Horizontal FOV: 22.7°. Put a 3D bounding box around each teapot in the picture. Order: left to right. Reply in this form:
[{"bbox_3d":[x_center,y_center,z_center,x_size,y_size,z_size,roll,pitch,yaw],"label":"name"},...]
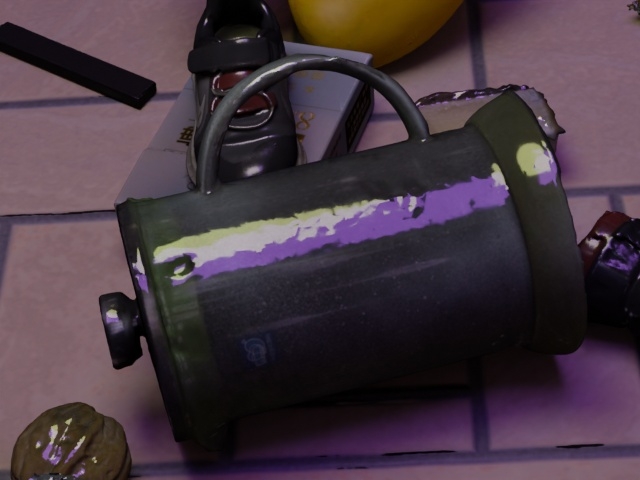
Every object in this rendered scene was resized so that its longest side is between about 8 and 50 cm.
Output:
[{"bbox_3d":[0.000,0.000,1.167,0.337,0.270,0.200,-14,15,-7],"label":"teapot"}]

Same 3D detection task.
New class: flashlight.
[{"bbox_3d":[0.292,0.066,1.189,0.232,0.093,0.093,33,56,28],"label":"flashlight"}]

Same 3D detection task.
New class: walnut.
[{"bbox_3d":[-0.179,0.160,1.141,0.092,0.092,0.092,-3,44,3],"label":"walnut"}]

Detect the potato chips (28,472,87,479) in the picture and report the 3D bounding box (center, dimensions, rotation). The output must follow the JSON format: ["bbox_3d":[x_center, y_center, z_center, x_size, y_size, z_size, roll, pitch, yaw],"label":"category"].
[{"bbox_3d":[-0.231,0.191,1.087,0.202,0.029,0.220,-44,63,1],"label":"potato chips"}]

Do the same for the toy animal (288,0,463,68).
[{"bbox_3d":[0.012,-0.310,1.522,0.345,0.277,0.247,2,15,-8],"label":"toy animal"}]

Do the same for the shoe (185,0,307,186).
[{"bbox_3d":[-0.068,-0.128,1.301,0.099,0.112,0.227,-7,40,-1],"label":"shoe"}]

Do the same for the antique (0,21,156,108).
[{"bbox_3d":[-0.238,-0.169,1.525,0.192,0.015,0.031,24,50,26],"label":"antique"}]

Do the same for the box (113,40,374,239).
[{"bbox_3d":[-0.059,-0.077,1.376,0.155,0.067,0.243,8,45,16],"label":"box"}]

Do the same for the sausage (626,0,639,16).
[{"bbox_3d":[0.425,-0.234,1.514,0.269,0.033,0.033,-5,44,0],"label":"sausage"}]

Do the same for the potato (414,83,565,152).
[{"bbox_3d":[0.142,-0.085,1.371,0.122,0.061,0.086,-9,44,-7],"label":"potato"}]
